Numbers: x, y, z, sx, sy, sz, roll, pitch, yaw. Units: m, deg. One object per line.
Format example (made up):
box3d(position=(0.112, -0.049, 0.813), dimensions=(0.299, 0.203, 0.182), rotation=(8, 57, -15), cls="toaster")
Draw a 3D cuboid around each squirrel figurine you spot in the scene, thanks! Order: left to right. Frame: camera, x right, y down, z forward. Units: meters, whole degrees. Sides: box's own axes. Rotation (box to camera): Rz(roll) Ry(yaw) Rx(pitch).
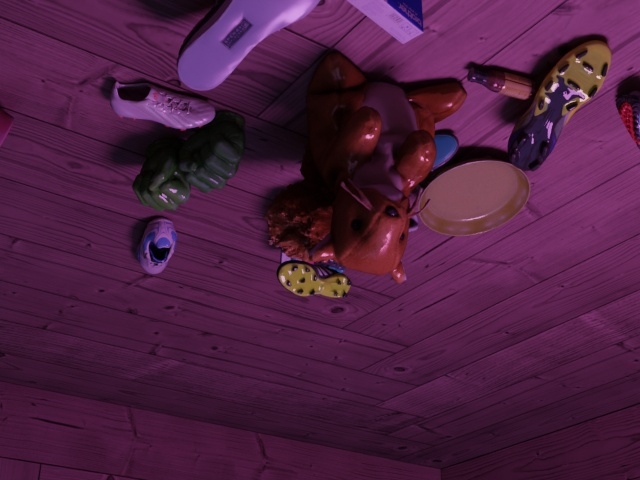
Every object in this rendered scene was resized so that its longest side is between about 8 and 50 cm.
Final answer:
box3d(position=(0.070, -0.085, 1.769), dimensions=(0.281, 0.370, 0.397), rotation=(14, 149, -24), cls="squirrel figurine")

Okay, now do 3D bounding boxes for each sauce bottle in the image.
box3d(position=(0.329, -0.289, 1.741), dimensions=(0.128, 0.042, 0.042), rotation=(13, 149, -18), cls="sauce bottle")

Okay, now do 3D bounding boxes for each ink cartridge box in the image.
box3d(position=(0.079, -0.399, 1.478), dimensions=(0.046, 0.097, 0.207), rotation=(-23, 144, 36), cls="ink cartridge box")

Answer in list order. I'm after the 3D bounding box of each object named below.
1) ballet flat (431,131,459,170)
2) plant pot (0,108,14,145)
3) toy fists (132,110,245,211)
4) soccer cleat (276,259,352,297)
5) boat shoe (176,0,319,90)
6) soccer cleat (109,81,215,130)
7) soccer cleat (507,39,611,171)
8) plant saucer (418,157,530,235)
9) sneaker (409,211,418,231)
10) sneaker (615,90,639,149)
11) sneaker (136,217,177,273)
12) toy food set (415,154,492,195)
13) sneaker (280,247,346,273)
box3d(position=(0.192, -0.159, 1.949), dimensions=(0.203, 0.074, 0.074), rotation=(-31, 142, 16), cls="ballet flat")
box3d(position=(-0.701, -0.196, 1.776), dimensions=(0.180, 0.201, 0.201), rotation=(34, 139, -23), cls="plant pot")
box3d(position=(-0.261, -0.150, 1.888), dimensions=(0.279, 0.142, 0.096), rotation=(-20, 145, 32), cls="toy fists")
box3d(position=(-0.021, 0.066, 1.698), dimensions=(0.179, 0.060, 0.072), rotation=(16, -171, -45), cls="soccer cleat")
box3d(position=(-0.110, -0.367, 1.527), dimensions=(0.113, 0.105, 0.306), rotation=(34, 113, -30), cls="boat shoe")
box3d(position=(-0.294, -0.253, 1.781), dimensions=(0.196, 0.068, 0.076), rotation=(6, 148, -5), cls="soccer cleat")
box3d(position=(0.430, -0.257, 1.756), dimensions=(0.093, 0.121, 0.289), rotation=(25, 127, -4), cls="soccer cleat")
box3d(position=(0.323, -0.098, 2.032), dimensions=(0.241, 0.037, 0.241), rotation=(-5, 141, -4), cls="plant saucer")
box3d(position=(0.097, -0.064, 2.068), dimensions=(0.263, 0.099, 0.121), rotation=(7, 173, -29), cls="sneaker")
box3d(position=(0.654, -0.226, 1.826), dimensions=(0.125, 0.104, 0.262), rotation=(-32, 145, 18), cls="sneaker")
box3d(position=(-0.393, 0.030, 2.281), dimensions=(0.085, 0.086, 0.237), rotation=(5, 152, -13), cls="sneaker")
box3d(position=(0.296, -0.118, 2.054), dimensions=(0.192, 0.038, 0.132), rotation=(-15, 148, 25), cls="toy food set")
box3d(position=(0.000, 0.000, 2.179), dimensions=(0.179, 0.123, 0.295), rotation=(6, 159, 0), cls="sneaker")
